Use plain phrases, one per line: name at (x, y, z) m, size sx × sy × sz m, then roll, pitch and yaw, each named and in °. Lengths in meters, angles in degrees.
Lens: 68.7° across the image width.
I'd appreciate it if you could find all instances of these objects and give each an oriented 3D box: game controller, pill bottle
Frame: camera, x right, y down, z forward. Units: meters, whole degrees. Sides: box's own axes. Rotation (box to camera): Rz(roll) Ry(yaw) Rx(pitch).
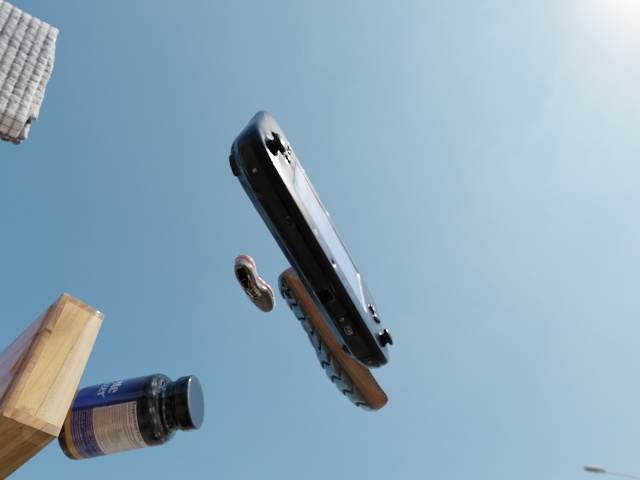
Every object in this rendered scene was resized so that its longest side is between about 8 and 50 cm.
game controller at (0.000, 0.000, 0.552) m, size 0.067 × 0.166 × 0.319 m, roll -22°, pitch -66°, yaw 17°
pill bottle at (-0.324, 0.302, 0.821) m, size 0.220 × 0.122 × 0.122 m, roll -11°, pitch -56°, yaw -1°

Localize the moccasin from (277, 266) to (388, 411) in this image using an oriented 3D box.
moccasin at (0.045, 0.211, 1.087) m, size 0.147 × 0.380 × 0.139 m, roll -24°, pitch -27°, yaw -22°

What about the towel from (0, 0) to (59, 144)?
towel at (-0.646, -0.332, 0.873) m, size 0.121 × 0.283 × 0.235 m, roll -25°, pitch -34°, yaw 37°

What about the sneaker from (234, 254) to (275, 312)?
sneaker at (-0.164, 0.113, 1.104) m, size 0.061 × 0.065 × 0.157 m, roll -25°, pitch -73°, yaw 15°

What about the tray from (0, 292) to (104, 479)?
tray at (-0.484, 0.267, 0.660) m, size 0.411 × 0.202 × 0.076 m, roll -39°, pitch -60°, yaw 19°
